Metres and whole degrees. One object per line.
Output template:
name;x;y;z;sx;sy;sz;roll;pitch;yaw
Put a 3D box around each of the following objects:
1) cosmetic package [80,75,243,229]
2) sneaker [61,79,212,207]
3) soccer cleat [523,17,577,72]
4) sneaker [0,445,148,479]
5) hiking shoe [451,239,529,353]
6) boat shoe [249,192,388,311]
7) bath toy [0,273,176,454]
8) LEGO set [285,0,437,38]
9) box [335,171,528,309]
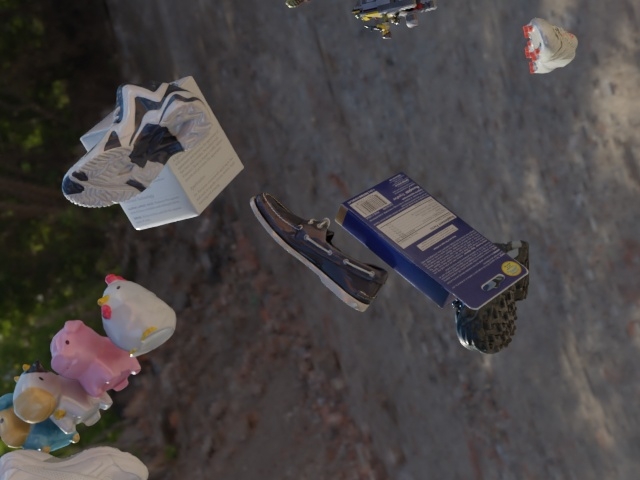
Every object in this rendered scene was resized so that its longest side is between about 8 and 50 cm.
cosmetic package;-0.255;-0.141;1.903;0.151;0.151;0.184;-12;116;38
sneaker;-0.279;-0.152;1.702;0.094;0.235;0.153;48;-175;-36
soccer cleat;0.345;-0.294;1.746;0.196;0.076;0.068;17;-122;-80
sneaker;-0.379;0.386;1.800;0.115;0.232;0.090;-104;16;-48
hiking shoe;0.238;0.090;1.806;0.304;0.132;0.113;-45;-47;-63
boat shoe;0.000;0.000;1.505;0.206;0.065;0.075;43;-164;5
bath toy;-0.362;0.183;1.781;0.129;0.348;0.151;52;-153;17
LEGO set;0.005;-0.332;1.440;0.331;0.255;0.192;-26;-74;-73
box;0.144;0.007;1.513;0.225;0.136;0.036;39;132;22
